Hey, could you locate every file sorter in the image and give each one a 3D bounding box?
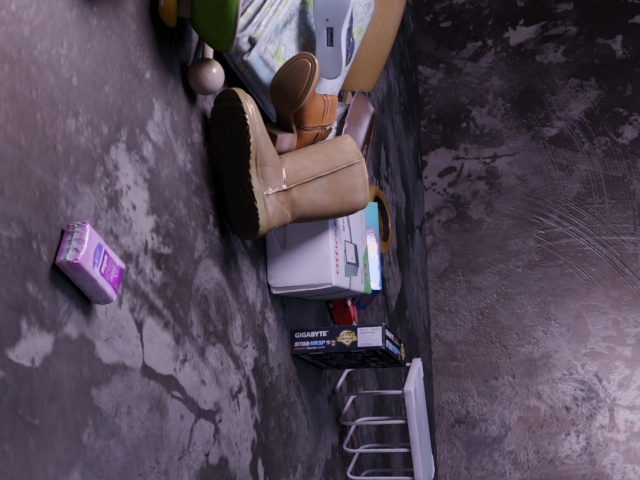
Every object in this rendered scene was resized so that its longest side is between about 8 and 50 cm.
[{"bbox_3d":[0.144,0.426,1.808,0.193,0.173,0.277,-41,124,-73],"label":"file sorter"}]

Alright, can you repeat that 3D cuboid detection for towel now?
[{"bbox_3d":[-0.020,-0.375,1.434,0.320,0.090,0.374,-64,158,-9],"label":"towel"}]

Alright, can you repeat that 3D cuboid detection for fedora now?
[{"bbox_3d":[0.123,-0.049,2.099,0.194,0.079,0.194,-8,90,-69],"label":"fedora"}]

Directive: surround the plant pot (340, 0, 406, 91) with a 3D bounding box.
[{"bbox_3d":[0.076,-0.470,1.866,0.237,0.237,0.254,-44,140,-71],"label":"plant pot"}]

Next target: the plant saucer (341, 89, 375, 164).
[{"bbox_3d":[0.071,-0.172,1.812,0.310,0.050,0.310,14,90,-85],"label":"plant saucer"}]

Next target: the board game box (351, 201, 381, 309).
[{"bbox_3d":[0.096,0.037,1.896,0.160,0.047,0.210,118,-28,-67],"label":"board game box"}]

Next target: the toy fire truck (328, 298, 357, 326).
[{"bbox_3d":[0.045,0.097,1.814,0.135,0.047,0.192,-80,159,-52],"label":"toy fire truck"}]

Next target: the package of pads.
[{"bbox_3d":[-0.233,0.024,0.835,0.083,0.032,0.050,64,27,-51],"label":"package of pads"}]

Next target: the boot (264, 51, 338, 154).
[{"bbox_3d":[-0.017,-0.232,1.373,0.152,0.073,0.197,-19,149,-47],"label":"boot"}]

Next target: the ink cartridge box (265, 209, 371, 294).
[{"bbox_3d":[0.000,0.000,1.537,0.289,0.122,0.211,20,65,-73],"label":"ink cartridge box"}]

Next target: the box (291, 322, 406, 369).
[{"bbox_3d":[0.060,0.207,1.574,0.220,0.175,0.051,45,42,-66],"label":"box"}]

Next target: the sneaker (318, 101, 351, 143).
[{"bbox_3d":[0.015,-0.228,1.791,0.232,0.090,0.115,-56,147,-56],"label":"sneaker"}]

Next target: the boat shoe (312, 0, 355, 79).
[{"bbox_3d":[0.025,-0.365,1.369,0.083,0.065,0.183,-61,159,-60],"label":"boat shoe"}]

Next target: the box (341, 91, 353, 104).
[{"bbox_3d":[0.077,-0.271,2.130,0.201,0.021,0.164,-78,157,-47],"label":"box"}]

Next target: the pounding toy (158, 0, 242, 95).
[{"bbox_3d":[-0.176,-0.329,1.108,0.237,0.110,0.183,113,-27,-54],"label":"pounding toy"}]

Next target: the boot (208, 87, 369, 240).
[{"bbox_3d":[-0.041,-0.133,1.292,0.270,0.089,0.236,-20,109,-46],"label":"boot"}]
